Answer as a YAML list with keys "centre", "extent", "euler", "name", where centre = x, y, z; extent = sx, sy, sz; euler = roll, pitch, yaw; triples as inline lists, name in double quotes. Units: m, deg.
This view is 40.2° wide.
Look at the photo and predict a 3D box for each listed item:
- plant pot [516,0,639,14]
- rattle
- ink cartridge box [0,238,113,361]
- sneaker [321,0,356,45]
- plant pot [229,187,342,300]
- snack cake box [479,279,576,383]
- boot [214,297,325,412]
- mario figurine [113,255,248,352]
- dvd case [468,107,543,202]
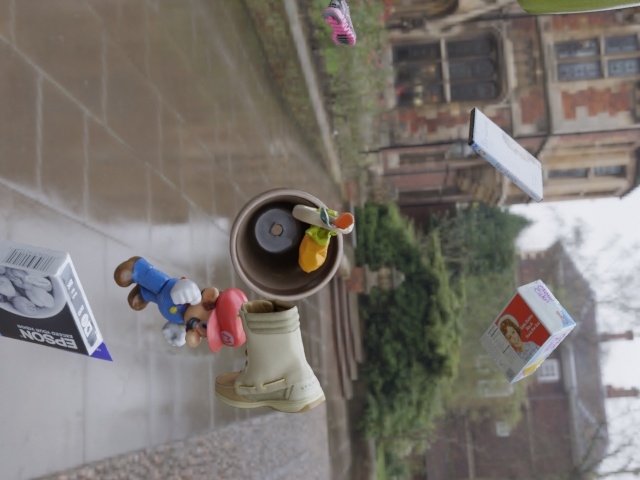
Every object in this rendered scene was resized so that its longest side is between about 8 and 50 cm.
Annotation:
- centre: [0.473, -0.462, 1.303]
  extent: [0.274, 0.293, 0.275]
  euler: [-29, 127, -47]
  name: "plant pot"
- centre: [0.000, 0.000, 1.705]
  extent: [0.143, 0.130, 0.199]
  euler: [-58, -156, 0]
  name: "rattle"
- centre: [-0.380, 0.082, 1.092]
  extent: [0.208, 0.206, 0.045]
  euler: [82, 24, -45]
  name: "ink cartridge box"
- centre: [0.041, -0.397, 1.570]
  extent: [0.119, 0.047, 0.057]
  euler: [56, 48, -64]
  name: "sneaker"
- centre: [-0.096, -0.007, 2.096]
  extent: [0.229, 0.263, 0.263]
  euler: [-134, -142, -75]
  name: "plant pot"
- centre: [0.541, 0.243, 2.314]
  extent: [0.152, 0.089, 0.264]
  euler: [57, -31, 25]
  name: "snack cake box"
- centre: [-0.119, 0.208, 1.617]
  extent: [0.095, 0.262, 0.204]
  euler: [-26, 106, -42]
  name: "boot"
- centre: [-0.288, 0.147, 1.768]
  extent: [0.198, 0.320, 0.170]
  euler: [14, 94, -59]
  name: "mario figurine"
- centre: [0.485, -0.225, 2.286]
  extent: [0.022, 0.253, 0.180]
  euler: [-43, -161, 34]
  name: "dvd case"
